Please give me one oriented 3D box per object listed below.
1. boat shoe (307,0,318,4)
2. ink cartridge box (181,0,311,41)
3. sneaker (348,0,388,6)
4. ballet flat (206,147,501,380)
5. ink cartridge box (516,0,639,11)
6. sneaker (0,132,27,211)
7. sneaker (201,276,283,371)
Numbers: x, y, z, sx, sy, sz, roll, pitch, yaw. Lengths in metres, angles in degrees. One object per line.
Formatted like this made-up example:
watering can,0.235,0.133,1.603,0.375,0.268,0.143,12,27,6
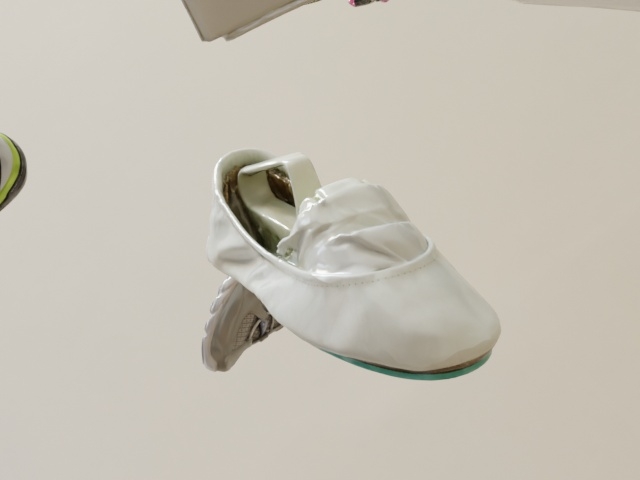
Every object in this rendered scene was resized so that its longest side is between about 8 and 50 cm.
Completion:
boat shoe,0.040,-0.152,0.586,0.152,0.049,0.056,-27,-110,34
ink cartridge box,-0.023,-0.157,0.436,0.150,0.109,0.063,63,5,-10
sneaker,0.033,-0.306,1.375,0.119,0.057,0.047,67,-14,-5
ballet flat,0.000,0.000,1.060,0.400,0.139,0.139,26,-36,60
ink cartridge box,0.254,-0.357,1.154,0.198,0.197,0.270,-96,-168,-88
sneaker,-0.374,-0.021,1.189,0.084,0.234,0.097,42,7,17
sneaker,-0.036,0.058,1.553,0.115,0.281,0.105,34,-23,16
